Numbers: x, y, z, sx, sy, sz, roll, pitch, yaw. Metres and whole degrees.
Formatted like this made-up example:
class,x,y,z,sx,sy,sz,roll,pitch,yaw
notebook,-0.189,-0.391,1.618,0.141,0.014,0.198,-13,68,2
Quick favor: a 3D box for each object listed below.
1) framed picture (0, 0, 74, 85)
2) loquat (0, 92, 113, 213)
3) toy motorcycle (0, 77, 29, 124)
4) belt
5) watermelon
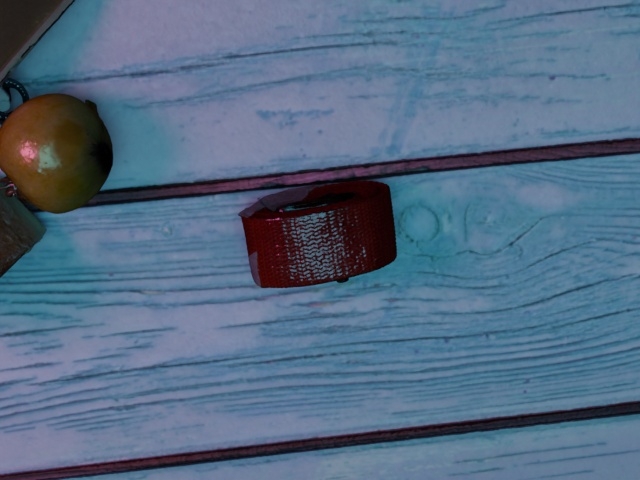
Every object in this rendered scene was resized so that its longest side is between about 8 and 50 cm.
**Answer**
class,x,y,z,sx,sy,sz,roll,pitch,yaw
framed picture,-0.422,-0.310,1.432,0.232,0.024,0.315,42,74,-16
loquat,-0.331,-0.107,1.506,0.137,0.163,0.163,43,100,10
toy motorcycle,-0.484,-0.160,1.501,0.221,0.102,0.150,-34,120,5
belt,0.000,0.000,1.585,0.201,0.128,0.124,-10,107,-4
watermelon,-0.469,0.043,1.485,0.193,0.257,0.140,-36,108,14
